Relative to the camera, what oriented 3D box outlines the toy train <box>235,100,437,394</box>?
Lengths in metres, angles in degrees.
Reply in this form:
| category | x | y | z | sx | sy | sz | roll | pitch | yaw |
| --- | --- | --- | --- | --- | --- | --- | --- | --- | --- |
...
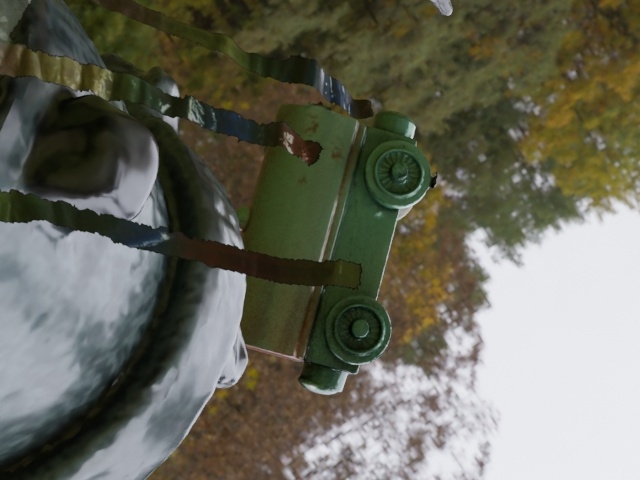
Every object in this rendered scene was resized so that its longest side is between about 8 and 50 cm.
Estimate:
| category | x | y | z | sx | sy | sz | roll | pitch | yaw |
| --- | --- | --- | --- | --- | --- | --- | --- | --- | --- |
| toy train | 0.000 | 0.000 | 0.987 | 0.116 | 0.177 | 0.285 | 135 | -30 | -82 |

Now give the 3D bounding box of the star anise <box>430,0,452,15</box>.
| category | x | y | z | sx | sy | sz | roll | pitch | yaw |
| --- | --- | --- | --- | --- | --- | --- | --- | --- | --- |
| star anise | 0.041 | -0.236 | 0.636 | 0.195 | 0.182 | 0.065 | -57 | -174 | 15 |

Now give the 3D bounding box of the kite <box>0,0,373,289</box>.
| category | x | y | z | sx | sy | sz | roll | pitch | yaw |
| --- | --- | --- | --- | --- | --- | --- | --- | --- | --- |
| kite | -0.118 | -0.052 | 0.352 | 0.015 | 0.310 | 0.169 | -36 | -142 | 55 |

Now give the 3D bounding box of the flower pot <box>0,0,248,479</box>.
| category | x | y | z | sx | sy | sz | roll | pitch | yaw |
| --- | --- | --- | --- | --- | --- | --- | --- | --- | --- |
| flower pot | -0.176 | -0.001 | 0.512 | 0.299 | 0.283 | 0.299 | -7 | -124 | 10 |
